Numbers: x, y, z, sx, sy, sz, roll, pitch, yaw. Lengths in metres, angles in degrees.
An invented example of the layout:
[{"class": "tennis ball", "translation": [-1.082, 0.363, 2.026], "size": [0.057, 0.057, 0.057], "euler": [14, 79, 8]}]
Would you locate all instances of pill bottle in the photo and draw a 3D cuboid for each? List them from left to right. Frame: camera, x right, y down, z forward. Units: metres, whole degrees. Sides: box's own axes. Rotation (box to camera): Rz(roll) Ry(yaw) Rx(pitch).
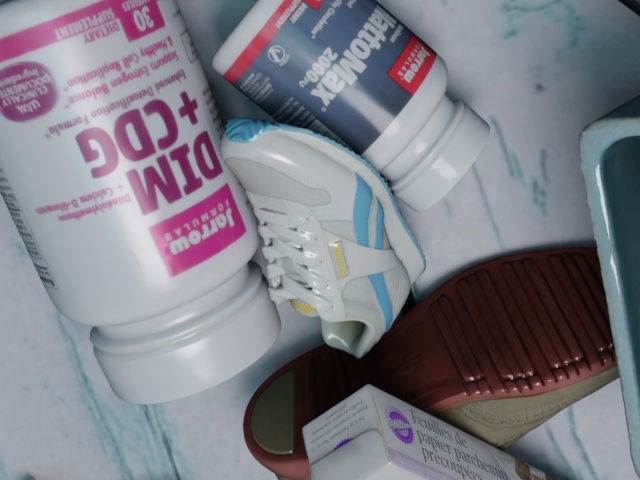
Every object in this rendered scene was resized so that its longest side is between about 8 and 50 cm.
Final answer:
[{"class": "pill bottle", "translation": [-0.136, -0.040, 0.742], "size": [0.160, 0.160, 0.283], "euler": [-17, 109, 10]}, {"class": "pill bottle", "translation": [0.025, -0.107, 0.736], "size": [0.180, 0.108, 0.108], "euler": [38, 108, -11]}]

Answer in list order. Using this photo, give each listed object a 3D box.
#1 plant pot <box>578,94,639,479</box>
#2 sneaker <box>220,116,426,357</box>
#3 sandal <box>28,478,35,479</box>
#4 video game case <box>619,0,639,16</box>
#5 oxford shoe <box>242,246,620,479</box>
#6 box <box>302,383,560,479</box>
[{"class": "plant pot", "translation": [0.337, -0.004, 0.662], "size": [0.247, 0.252, 0.247], "euler": [-1, 112, 35]}, {"class": "sneaker", "translation": [0.000, 0.000, 0.728], "size": [0.092, 0.087, 0.229], "euler": [-61, 139, -18]}, {"class": "sandal", "translation": [-0.225, 0.238, 0.909], "size": [0.240, 0.088, 0.079], "euler": [-19, 76, 3]}, {"class": "video game case", "translation": [0.209, -0.291, 0.657], "size": [0.274, 0.035, 0.248], "euler": [31, 98, -15]}, {"class": "oxford shoe", "translation": [0.120, 0.111, 0.826], "size": [0.348, 0.123, 0.130], "euler": [-20, 134, 9]}, {"class": "box", "translation": [0.120, 0.195, 0.782], "size": [0.067, 0.063, 0.324], "euler": [-37, 134, 23]}]
